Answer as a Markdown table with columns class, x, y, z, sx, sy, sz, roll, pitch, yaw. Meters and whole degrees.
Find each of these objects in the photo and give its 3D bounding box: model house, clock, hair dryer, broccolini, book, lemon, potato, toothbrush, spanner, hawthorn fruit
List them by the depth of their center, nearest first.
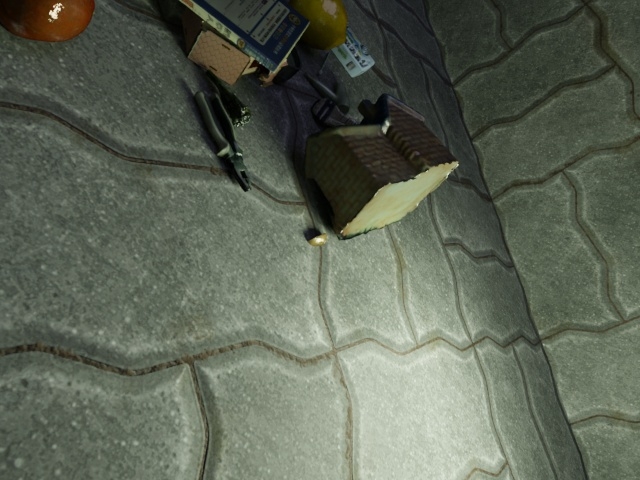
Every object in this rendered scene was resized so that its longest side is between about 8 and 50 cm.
| class | x | y | z | sx | sy | sz | roll | pitch | yaw |
| --- | --- | --- | --- | --- | --- | --- | --- | --- | --- |
| hawthorn fruit | -0.585 | -0.531 | 0.992 | 0.199 | 0.200 | 0.251 | 63 | 22 | 0 |
| spanner | -0.275 | -0.291 | 1.333 | 0.096 | 0.040 | 0.324 | -17 | 81 | -53 |
| book | -0.253 | -0.721 | 1.364 | 0.428 | 0.039 | 0.299 | 35 | 52 | -15 |
| broccolini | -0.274 | -0.441 | 1.386 | 0.068 | 0.091 | 0.202 | -28 | 90 | -20 |
| model house | -0.299 | -0.615 | 1.415 | 0.326 | 0.169 | 0.244 | 55 | 44 | -4 |
| potato | 0.001 | 0.000 | 1.499 | 0.093 | 0.037 | 0.036 | -25 | 93 | -55 |
| model house | 0.163 | -0.277 | 1.641 | 0.446 | 0.395 | 0.399 | -20 | 71 | -40 |
| clock | -0.183 | -0.735 | 1.643 | 0.319 | 0.066 | 0.318 | 46 | 27 | -32 |
| lemon | -0.011 | -0.932 | 1.895 | 0.236 | 0.236 | 0.263 | -25 | 96 | -54 |
| hair dryer | 0.025 | -0.652 | 1.923 | 0.237 | 0.075 | 0.206 | 26 | 42 | -29 |
| toothbrush | 0.014 | -0.780 | 2.009 | 0.016 | 0.019 | 0.219 | 45 | 39 | -27 |

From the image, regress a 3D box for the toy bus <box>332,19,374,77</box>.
| class | x | y | z | sx | sy | sz | roll | pitch | yaw |
| --- | --- | --- | --- | --- | --- | --- | --- | --- | --- |
| toy bus | 0.115 | -0.933 | 2.158 | 0.329 | 0.109 | 0.136 | 47 | 49 | -21 |

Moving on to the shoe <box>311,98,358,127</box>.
| class | x | y | z | sx | sy | sz | roll | pitch | yaw |
| --- | --- | --- | --- | --- | --- | --- | --- | --- | --- |
| shoe | 0.054 | -0.482 | 1.821 | 0.207 | 0.106 | 0.091 | 36 | 85 | -8 |
